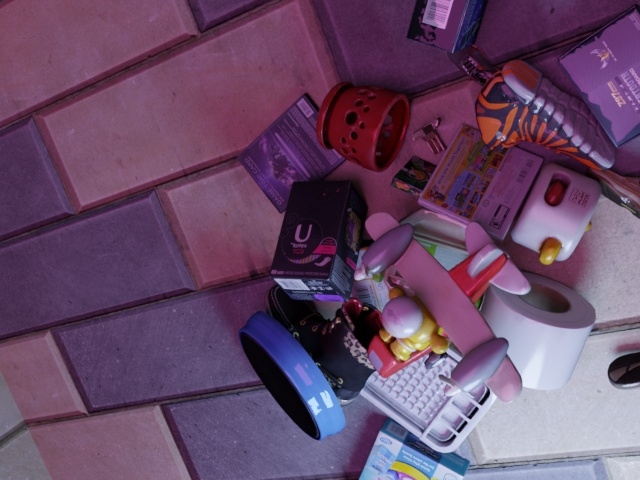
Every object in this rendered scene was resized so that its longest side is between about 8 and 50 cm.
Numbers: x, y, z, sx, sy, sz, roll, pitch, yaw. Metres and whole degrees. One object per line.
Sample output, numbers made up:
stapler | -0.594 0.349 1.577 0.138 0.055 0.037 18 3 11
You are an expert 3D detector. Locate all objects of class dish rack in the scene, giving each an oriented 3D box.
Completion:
dish rack | 0.277 0.370 1.982 0.333 0.072 0.285 35 120 10

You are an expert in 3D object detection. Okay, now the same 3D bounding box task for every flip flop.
flip flop | 0.797 0.300 1.697 0.277 0.112 0.080 -15 128 27

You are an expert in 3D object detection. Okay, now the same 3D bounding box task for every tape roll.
tape roll | 0.482 0.200 1.721 0.246 0.246 0.169 21 117 18

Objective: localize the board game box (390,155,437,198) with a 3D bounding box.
board game box | 0.306 -0.112 1.751 0.259 0.136 0.030 26 130 14

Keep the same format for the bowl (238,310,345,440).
bowl | -0.086 0.370 2.019 0.391 0.077 0.391 46 159 24

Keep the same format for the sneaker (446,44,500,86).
sneaker | 0.344 -0.388 1.672 0.158 0.065 0.061 37 120 9

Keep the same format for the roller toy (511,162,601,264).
roller toy | 0.517 -0.058 1.633 0.146 0.209 0.191 26 114 12

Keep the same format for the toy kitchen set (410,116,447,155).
toy kitchen set | 0.266 -0.239 1.753 0.068 0.083 0.075 -29 95 31

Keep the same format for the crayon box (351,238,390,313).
crayon box | 0.229 0.086 1.893 0.323 0.083 0.203 -10 104 29

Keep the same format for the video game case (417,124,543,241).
video game case | 0.361 -0.133 1.693 0.206 0.227 0.026 26 161 15

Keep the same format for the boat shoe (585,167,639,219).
boat shoe | 0.669 -0.111 1.628 0.190 0.068 0.072 41 87 15

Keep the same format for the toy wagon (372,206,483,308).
toy wagon | 0.259 0.091 1.793 0.267 0.068 0.344 18 117 19

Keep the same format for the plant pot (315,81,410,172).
plant pot | 0.095 -0.276 1.763 0.174 0.191 0.191 23 117 20

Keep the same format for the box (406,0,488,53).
box | 0.276 -0.492 1.583 0.108 0.207 0.153 22 118 17

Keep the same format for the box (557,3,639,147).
box | 0.634 -0.337 1.555 0.183 0.059 0.233 -33 92 32

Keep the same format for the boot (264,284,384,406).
boot | 0.023 0.224 1.945 0.377 0.138 0.284 57 142 14

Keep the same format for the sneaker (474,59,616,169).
sneaker | 0.478 -0.241 1.646 0.321 0.124 0.180 40 139 -3

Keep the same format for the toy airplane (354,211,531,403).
toy airplane | 0.246 0.138 1.600 0.386 0.272 0.384 5 97 41

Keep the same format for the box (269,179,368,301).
box | 0.000 0.000 1.853 0.165 0.270 0.143 1 153 25

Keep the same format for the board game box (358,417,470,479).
board game box | 0.238 0.702 2.119 0.254 0.079 0.336 26 117 15

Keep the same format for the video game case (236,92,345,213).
video game case | -0.071 -0.222 1.957 0.274 0.026 0.196 -38 90 32
